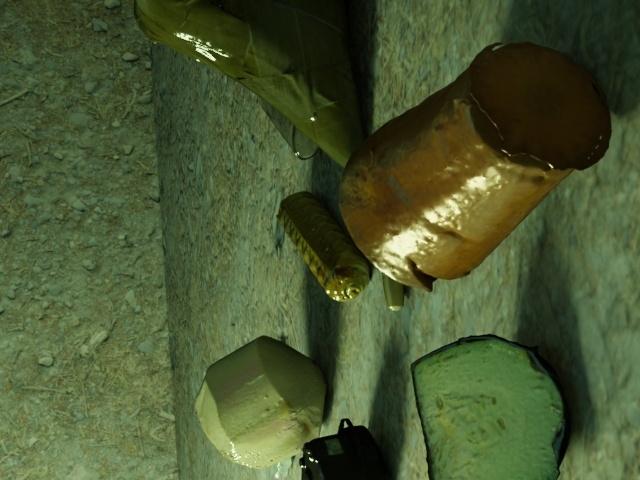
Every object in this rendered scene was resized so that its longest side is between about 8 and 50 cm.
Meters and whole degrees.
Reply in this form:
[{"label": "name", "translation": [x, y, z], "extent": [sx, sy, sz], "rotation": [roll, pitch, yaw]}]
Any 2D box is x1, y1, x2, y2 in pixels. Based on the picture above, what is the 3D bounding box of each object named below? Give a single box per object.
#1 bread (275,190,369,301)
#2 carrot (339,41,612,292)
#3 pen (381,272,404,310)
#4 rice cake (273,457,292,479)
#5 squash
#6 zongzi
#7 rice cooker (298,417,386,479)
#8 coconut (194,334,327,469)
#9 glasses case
[{"label": "bread", "translation": [0.000, 0.001, 1.582], "extent": [0.077, 0.084, 0.367], "rotation": [50, -178, -27]}, {"label": "carrot", "translation": [0.143, -0.078, 0.938], "extent": [0.254, 0.196, 0.196], "rotation": [130, 136, -64]}, {"label": "pen", "translation": [0.099, -0.014, 1.343], "extent": [0.040, 0.032, 0.233], "rotation": [63, -157, -75]}, {"label": "rice cake", "translation": [-0.085, 0.357, 1.925], "extent": [0.198, 0.037, 0.189], "rotation": [-115, 30, -53]}, {"label": "squash", "translation": [0.199, 0.194, 0.988], "extent": [0.184, 0.085, 0.192], "rotation": [-26, 65, 39]}, {"label": "zongzi", "translation": [-0.105, -0.275, 1.450], "extent": [0.174, 0.356, 0.393], "rotation": [139, 127, -59]}, {"label": "rice cooker", "translation": [0.033, 0.372, 1.413], "extent": [0.142, 0.118, 0.203], "rotation": [-128, 37, -63]}, {"label": "coconut", "translation": [-0.095, 0.284, 1.672], "extent": [0.241, 0.241, 0.241], "rotation": [179, 90, -73]}, {"label": "glasses case", "translation": [-0.061, -0.255, 1.786], "extent": [0.299, 0.060, 0.114], "rotation": [-123, 37, -60]}]
